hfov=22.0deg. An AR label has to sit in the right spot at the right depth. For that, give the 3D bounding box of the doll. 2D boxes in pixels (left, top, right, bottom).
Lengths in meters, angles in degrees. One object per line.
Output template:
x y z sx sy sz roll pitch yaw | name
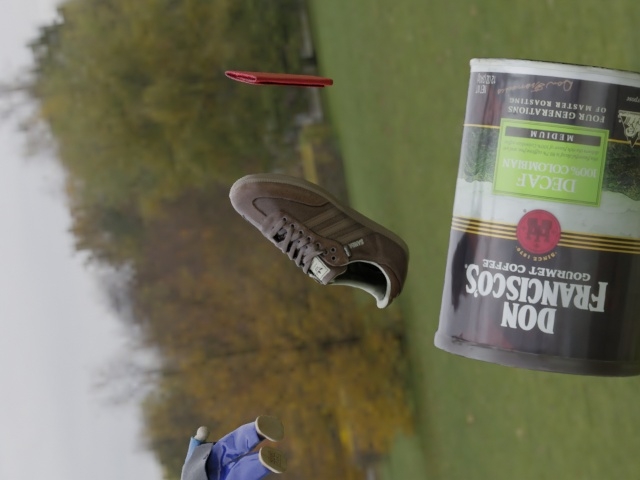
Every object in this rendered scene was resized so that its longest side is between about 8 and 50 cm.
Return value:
-0.117 0.266 1.852 0.046 0.189 0.129 21 -129 -39 | doll

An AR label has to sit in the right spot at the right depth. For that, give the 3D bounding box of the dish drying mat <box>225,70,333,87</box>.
-0.029 -0.116 1.193 0.083 0.032 0.008 -4 -75 -49 | dish drying mat

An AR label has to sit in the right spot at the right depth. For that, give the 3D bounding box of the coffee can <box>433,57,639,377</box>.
0.223 -0.024 1.555 0.201 0.201 0.275 -111 27 -87 | coffee can

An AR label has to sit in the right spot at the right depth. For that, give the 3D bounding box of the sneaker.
0.000 0.000 1.544 0.066 0.188 0.071 -52 20 45 | sneaker
